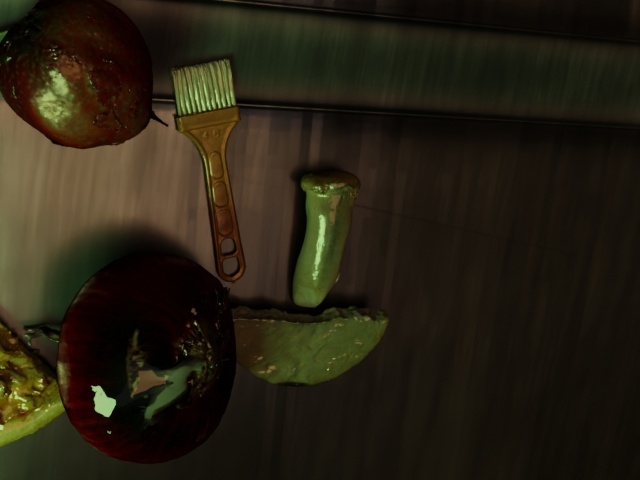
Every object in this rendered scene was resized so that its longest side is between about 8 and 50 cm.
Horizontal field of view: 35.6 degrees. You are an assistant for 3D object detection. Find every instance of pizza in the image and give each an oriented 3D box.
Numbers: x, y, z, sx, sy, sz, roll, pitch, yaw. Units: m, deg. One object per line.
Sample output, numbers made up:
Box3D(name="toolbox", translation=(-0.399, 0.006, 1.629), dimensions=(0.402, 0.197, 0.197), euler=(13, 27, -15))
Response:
Box3D(name="pizza", translation=(-0.481, 0.169, 1.265), dimensions=(0.335, 0.086, 0.226), euler=(6, 103, -21))

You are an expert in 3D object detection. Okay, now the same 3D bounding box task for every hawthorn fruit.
Box3D(name="hawthorn fruit", translation=(-0.270, -0.189, 1.205), dimensions=(0.235, 0.181, 0.181), euler=(33, 91, -35))

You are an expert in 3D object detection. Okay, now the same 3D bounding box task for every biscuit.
Box3D(name="biscuit", translation=(-0.027, 0.156, 1.454), dimensions=(0.249, 0.032, 0.133), euler=(1, 121, -19))

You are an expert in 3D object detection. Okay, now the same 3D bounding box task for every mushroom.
Box3D(name="mushroom", translation=(0.000, 0.000, 1.422), dimensions=(0.084, 0.071, 0.209), euler=(6, 106, -17))

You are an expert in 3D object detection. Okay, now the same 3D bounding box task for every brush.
Box3D(name="brush", translation=(-0.141, -0.087, 1.368), dimensions=(0.090, 0.017, 0.315), euler=(-13, 110, -18))

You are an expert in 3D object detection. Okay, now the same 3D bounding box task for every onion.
Box3D(name="onion", translation=(-0.243, 0.151, 1.303), dimensions=(0.273, 0.285, 0.273), euler=(7, 82, -59))

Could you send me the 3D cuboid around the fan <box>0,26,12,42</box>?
Box3D(name="fan", translation=(-0.437, -0.226, 1.211), dimensions=(0.193, 0.016, 0.038), euler=(-18, 112, -17))
